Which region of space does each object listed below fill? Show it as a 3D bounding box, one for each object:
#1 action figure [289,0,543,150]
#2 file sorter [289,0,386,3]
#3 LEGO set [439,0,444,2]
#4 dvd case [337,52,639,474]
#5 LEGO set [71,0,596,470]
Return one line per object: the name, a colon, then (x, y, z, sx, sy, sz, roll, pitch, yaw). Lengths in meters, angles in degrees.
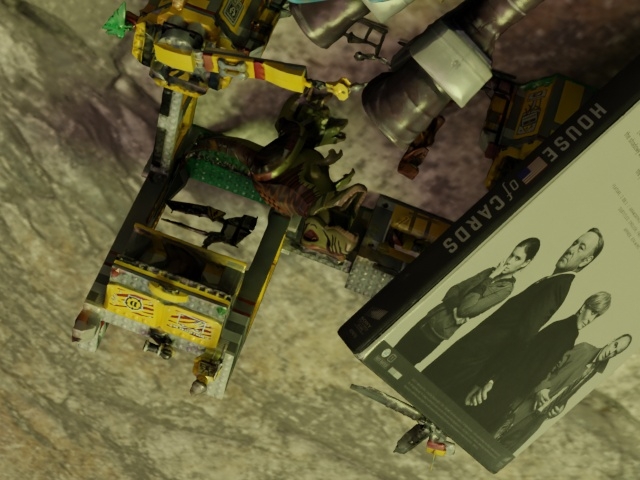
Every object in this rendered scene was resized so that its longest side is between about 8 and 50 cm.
action figure: (0.117, -0.170, 0.785, 0.285, 0.099, 0.185, -34, 102, 23)
file sorter: (0.064, -0.169, 0.690, 0.170, 0.104, 0.118, -6, 98, 32)
LEGO set: (0.038, -0.155, 0.905, 0.083, 0.023, 0.054, 15, 140, 8)
dvd case: (0.142, 0.013, 0.894, 0.238, 0.029, 0.179, -43, 139, 3)
LEGO set: (0.000, 0.000, 0.965, 0.331, 0.192, 0.255, 25, 140, -5)
